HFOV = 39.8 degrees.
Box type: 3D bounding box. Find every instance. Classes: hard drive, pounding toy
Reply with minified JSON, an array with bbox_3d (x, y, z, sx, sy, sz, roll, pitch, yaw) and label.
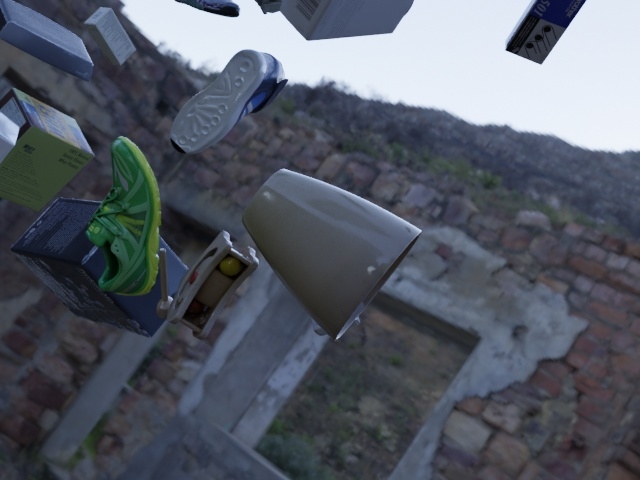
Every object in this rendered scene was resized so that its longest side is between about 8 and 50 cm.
[{"bbox_3d":[-0.677,-0.494,2.157,0.255,0.054,0.172,24,25,-45],"label":"hard drive"},{"bbox_3d":[-0.258,0.087,1.756,0.155,0.269,0.154,34,28,-19],"label":"pounding toy"}]

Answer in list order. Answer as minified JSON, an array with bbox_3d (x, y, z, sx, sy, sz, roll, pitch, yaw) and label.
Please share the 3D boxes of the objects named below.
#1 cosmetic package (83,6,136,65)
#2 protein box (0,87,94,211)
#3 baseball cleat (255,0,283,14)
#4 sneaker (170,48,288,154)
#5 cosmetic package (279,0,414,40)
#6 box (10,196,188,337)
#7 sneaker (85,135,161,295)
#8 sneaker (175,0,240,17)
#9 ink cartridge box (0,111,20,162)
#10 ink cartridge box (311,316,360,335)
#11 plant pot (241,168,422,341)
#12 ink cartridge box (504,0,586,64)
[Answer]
[{"bbox_3d":[-0.461,-0.447,1.940,0.041,0.060,0.115,15,-34,36],"label":"cosmetic package"},{"bbox_3d":[-0.675,-0.204,2.025,0.136,0.201,0.200,56,14,30],"label":"protein box"},{"bbox_3d":[-0.102,-0.649,2.246,0.109,0.072,0.206,61,-32,3],"label":"baseball cleat"},{"bbox_3d":[-0.214,-0.335,2.228,0.130,0.322,0.236,44,12,12],"label":"sneaker"},{"bbox_3d":[0.056,-0.406,1.469,0.085,0.231,0.117,51,-50,17],"label":"cosmetic package"},{"bbox_3d":[-0.582,0.065,2.368,0.396,0.212,0.293,6,-39,45],"label":"box"},{"bbox_3d":[-0.355,-0.037,1.582,0.124,0.295,0.109,-7,17,-28],"label":"sneaker"},{"bbox_3d":[-0.254,-0.565,1.985,0.083,0.098,0.224,0,21,-45],"label":"sneaker"},{"bbox_3d":[-0.714,-0.150,1.766,0.100,0.237,0.172,37,7,-24],"label":"ink cartridge box"},{"bbox_3d":[0.022,0.131,1.953,0.056,0.099,0.135,55,19,-68],"label":"ink cartridge box"},{"bbox_3d":[0.000,0.000,1.617,0.274,0.256,0.256,39,-10,7],"label":"plant pot"},{"bbox_3d":[0.509,-0.500,1.998,0.097,0.046,0.207,19,-41,-8],"label":"ink cartridge box"}]
